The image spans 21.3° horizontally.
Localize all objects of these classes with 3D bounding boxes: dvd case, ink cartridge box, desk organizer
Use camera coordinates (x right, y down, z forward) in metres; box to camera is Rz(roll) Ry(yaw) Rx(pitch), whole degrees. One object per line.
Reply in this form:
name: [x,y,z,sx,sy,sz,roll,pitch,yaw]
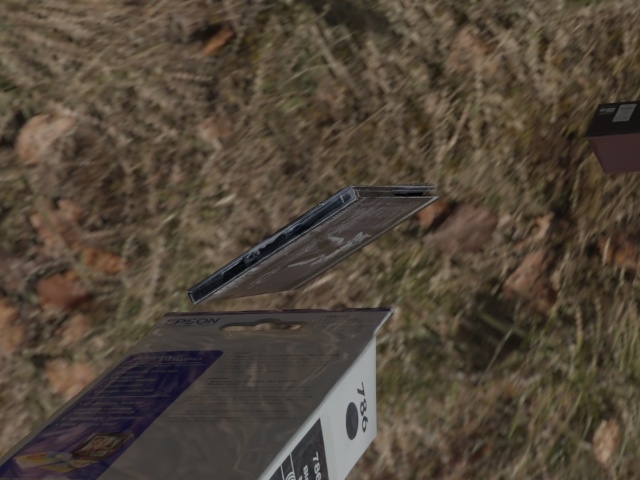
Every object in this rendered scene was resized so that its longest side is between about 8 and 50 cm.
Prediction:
dvd case: [0.000,0.000,1.425,0.164,0.221,0.018,-33,80,19]
ink cartridge box: [-0.075,0.121,0.934,0.165,0.332,0.065,-3,108,21]
desk organizer: [0.313,-0.097,1.553,0.130,0.047,0.050,-3,134,39]
